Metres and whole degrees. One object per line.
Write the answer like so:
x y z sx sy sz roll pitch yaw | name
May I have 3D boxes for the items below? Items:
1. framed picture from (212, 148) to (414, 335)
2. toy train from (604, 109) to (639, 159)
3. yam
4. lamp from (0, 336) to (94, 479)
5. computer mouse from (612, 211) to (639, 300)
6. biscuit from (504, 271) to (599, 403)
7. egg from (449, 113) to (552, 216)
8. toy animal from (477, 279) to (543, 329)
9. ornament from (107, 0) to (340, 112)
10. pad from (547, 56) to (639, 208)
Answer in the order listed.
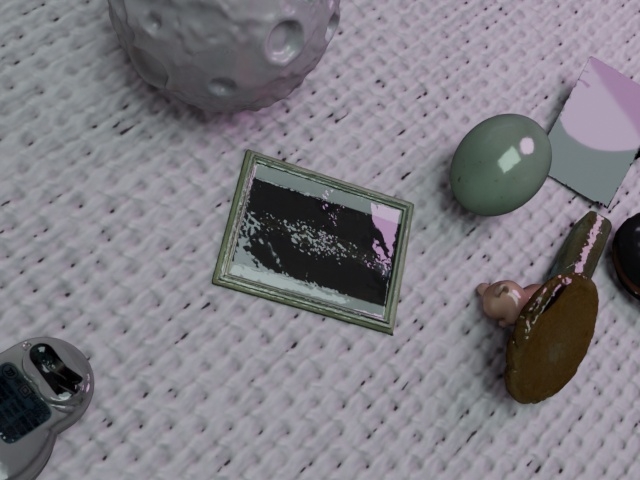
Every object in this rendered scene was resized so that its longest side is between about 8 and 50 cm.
0.000 0.000 1.152 0.293 0.018 0.231 17 68 -14 | framed picture
0.573 -0.215 1.407 0.138 0.050 0.087 40 60 -2 | toy train
0.438 0.030 1.266 0.068 0.068 0.169 33 64 -6 | yam
-0.390 0.214 0.895 0.246 0.108 0.179 -34 82 -33 | lamp
0.662 0.060 1.310 0.323 0.116 0.182 24 71 -11 | computer mouse
0.356 0.151 1.151 0.226 0.042 0.225 -19 120 -37 | biscuit
0.293 -0.123 1.221 0.149 0.149 0.192 42 72 -2 | egg
0.319 0.099 1.197 0.150 0.083 0.089 11 55 -27 | toy animal
-0.133 -0.355 1.065 0.337 0.337 0.336 6 70 -17 | ornament
0.507 -0.198 1.358 0.164 0.004 0.243 31 82 -2 | pad
